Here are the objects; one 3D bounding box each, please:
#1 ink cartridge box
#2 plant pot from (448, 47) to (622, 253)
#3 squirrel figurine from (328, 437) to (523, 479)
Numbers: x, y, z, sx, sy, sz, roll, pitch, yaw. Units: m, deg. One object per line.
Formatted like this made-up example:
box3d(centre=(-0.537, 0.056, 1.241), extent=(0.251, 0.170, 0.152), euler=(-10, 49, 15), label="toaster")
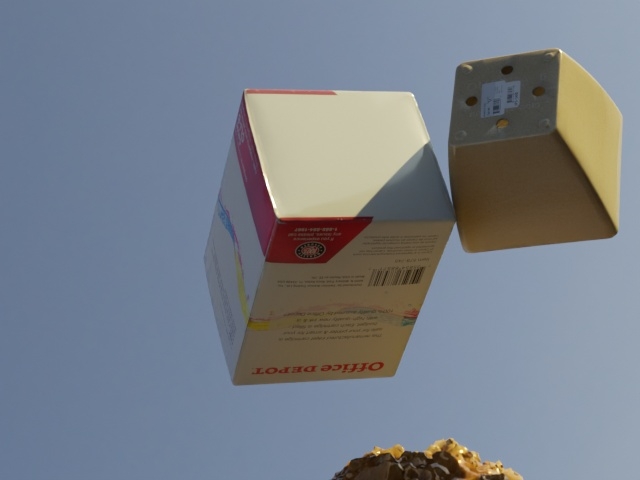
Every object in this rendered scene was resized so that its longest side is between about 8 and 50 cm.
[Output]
box3d(centre=(0.000, 0.000, 1.169), extent=(0.128, 0.127, 0.176), euler=(-1, -42, -18), label="ink cartridge box")
box3d(centre=(0.137, -0.067, 1.118), extent=(0.096, 0.109, 0.109), euler=(58, -147, -48), label="plant pot")
box3d(centre=(0.083, 0.300, 0.963), extent=(0.370, 0.397, 0.281), euler=(-19, -17, 8), label="squirrel figurine")
